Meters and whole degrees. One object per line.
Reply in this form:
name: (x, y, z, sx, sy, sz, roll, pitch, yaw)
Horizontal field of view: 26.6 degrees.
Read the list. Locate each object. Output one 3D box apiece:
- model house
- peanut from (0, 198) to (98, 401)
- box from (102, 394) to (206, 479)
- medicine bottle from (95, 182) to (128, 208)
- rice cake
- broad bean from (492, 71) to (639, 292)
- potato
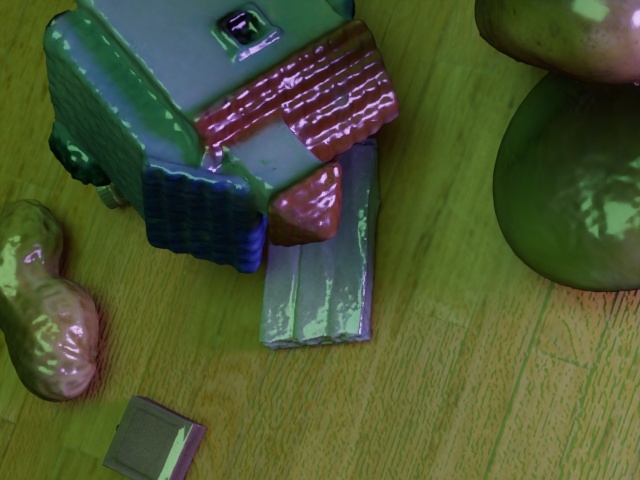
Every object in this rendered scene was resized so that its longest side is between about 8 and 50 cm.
model house: (-0.058, -0.112, 1.286, 0.295, 0.252, 0.329, -35, 65, -22)
peanut: (-0.298, 0.062, 1.423, 0.103, 0.098, 0.229, -16, 68, -28)
box: (-0.171, 0.207, 1.374, 0.083, 0.035, 0.079, 23, 86, 24)
medicine bottle: (-0.194, -0.069, 1.441, 0.083, 0.047, 0.047, -22, 71, 14)
rice cake: (0.000, 0.000, 1.359, 0.124, 0.038, 0.211, -6, 75, 19)
broad bean: (0.291, -0.079, 1.224, 0.291, 0.119, 0.238, -33, 62, 7)
potato: (0.230, -0.212, 1.166, 0.191, 0.296, 0.141, -13, 114, -4)
